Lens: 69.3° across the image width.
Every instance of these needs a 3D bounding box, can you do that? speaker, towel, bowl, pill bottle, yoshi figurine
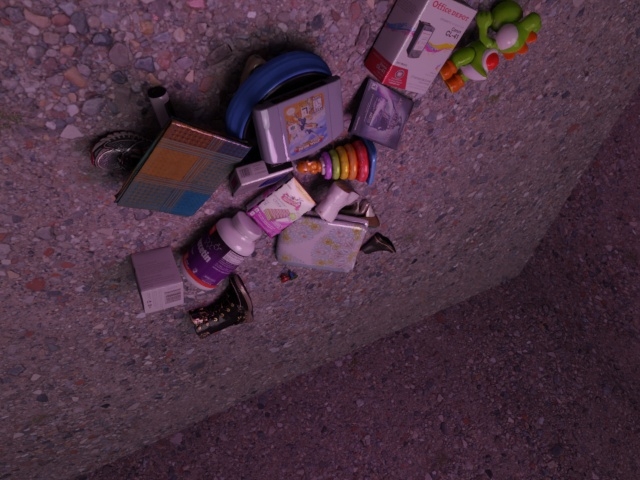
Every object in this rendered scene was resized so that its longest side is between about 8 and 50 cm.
[{"bbox_3d":[-0.450,-0.372,1.335,0.055,0.055,0.136,-22,146,-13],"label":"speaker"},{"bbox_3d":[-0.414,-0.204,1.390,0.271,0.040,0.370,10,140,-45],"label":"towel"},{"bbox_3d":[-0.112,-0.401,1.455,0.391,0.077,0.391,-33,160,-14],"label":"bowl"},{"bbox_3d":[-0.386,0.037,1.813,0.323,0.181,0.181,-42,145,16],"label":"pill bottle"},{"bbox_3d":[0.000,0.000,2.042,0.374,0.090,0.320,8,137,-8],"label":"towel"},{"bbox_3d":[0.585,-0.710,1.652,0.362,0.203,0.203,-28,109,22],"label":"yoshi figurine"}]

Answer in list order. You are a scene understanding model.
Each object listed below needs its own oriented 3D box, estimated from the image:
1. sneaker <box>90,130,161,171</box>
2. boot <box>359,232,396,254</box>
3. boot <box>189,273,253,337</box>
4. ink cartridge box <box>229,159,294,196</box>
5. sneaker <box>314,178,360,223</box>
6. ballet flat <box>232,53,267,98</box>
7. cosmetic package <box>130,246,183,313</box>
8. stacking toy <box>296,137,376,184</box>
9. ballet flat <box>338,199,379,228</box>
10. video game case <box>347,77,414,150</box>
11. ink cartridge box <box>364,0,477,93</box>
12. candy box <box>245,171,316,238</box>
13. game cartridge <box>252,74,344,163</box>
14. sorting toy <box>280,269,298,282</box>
[{"bbox_3d":[-0.523,-0.251,1.386,0.299,0.112,0.121,-9,141,-29],"label":"sneaker"},{"bbox_3d":[0.307,0.041,2.481,0.137,0.077,0.198,-38,134,19],"label":"boot"},{"bbox_3d":[-0.470,0.322,2.176,0.284,0.138,0.377,-20,151,-16],"label":"boot"},{"bbox_3d":[-0.215,-0.217,1.590,0.176,0.069,0.371,-20,-177,-14],"label":"ink cartridge box"},{"bbox_3d":[0.061,-0.157,1.902,0.169,0.108,0.292,-52,169,16],"label":"sneaker"},{"bbox_3d":[-0.222,-0.447,1.397,0.086,0.086,0.248,-4,143,-35],"label":"ballet flat"},{"bbox_3d":[-0.623,0.150,1.770,0.151,0.183,0.151,-14,144,-25],"label":"cosmetic package"},{"bbox_3d":[0.055,-0.293,1.778,0.302,0.175,0.165,-10,140,-11],"label":"stacking toy"},{"bbox_3d":[0.159,-0.127,2.117,0.342,0.116,0.124,3,117,-35],"label":"ballet flat"},{"bbox_3d":[0.229,-0.460,1.716,0.274,0.026,0.196,8,106,-43],"label":"video game case"},{"bbox_3d":[0.318,-0.654,1.504,0.226,0.131,0.306,-2,138,-37],"label":"ink cartridge box"},{"bbox_3d":[-0.154,-0.137,1.814,0.233,0.071,0.159,-37,120,8],"label":"candy box"},{"bbox_3d":[-0.054,-0.350,1.375,0.297,0.062,0.198,-30,132,-23],"label":"game cartridge"},{"bbox_3d":[-0.158,0.176,2.315,0.102,0.042,0.061,-15,161,-44],"label":"sorting toy"}]
